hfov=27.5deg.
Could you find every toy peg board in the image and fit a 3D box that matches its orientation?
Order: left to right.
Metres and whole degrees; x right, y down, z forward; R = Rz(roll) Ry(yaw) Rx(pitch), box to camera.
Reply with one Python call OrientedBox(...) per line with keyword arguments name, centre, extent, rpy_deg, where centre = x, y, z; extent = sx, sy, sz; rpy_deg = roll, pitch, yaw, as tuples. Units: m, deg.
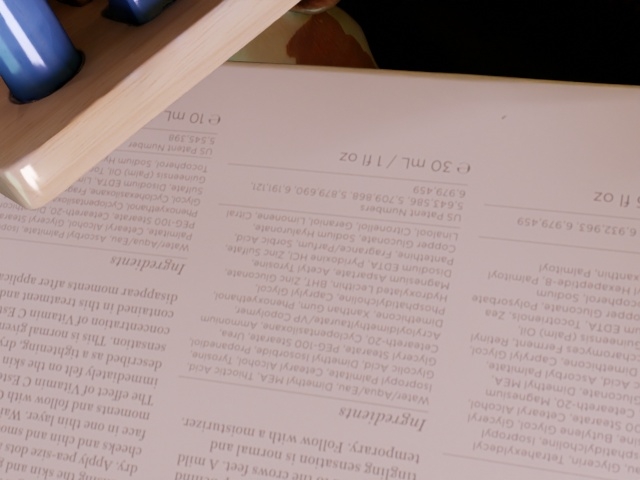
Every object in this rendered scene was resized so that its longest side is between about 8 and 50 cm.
OrientedBox(name="toy peg board", centre=(-0.073, -0.106, 0.375), extent=(0.161, 0.161, 0.079), rpy_deg=(26, 152, 50))

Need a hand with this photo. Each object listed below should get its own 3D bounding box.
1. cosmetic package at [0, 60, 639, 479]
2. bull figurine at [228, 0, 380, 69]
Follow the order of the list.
OrientedBox(name="cosmetic package", centre=(-0.039, 0.090, 0.403), extent=(0.377, 0.284, 0.097), rpy_deg=(6, 160, 18))
OrientedBox(name="bull figurine", centre=(0.000, 0.000, 0.610), extent=(0.101, 0.188, 0.310), rpy_deg=(14, 167, 32))
